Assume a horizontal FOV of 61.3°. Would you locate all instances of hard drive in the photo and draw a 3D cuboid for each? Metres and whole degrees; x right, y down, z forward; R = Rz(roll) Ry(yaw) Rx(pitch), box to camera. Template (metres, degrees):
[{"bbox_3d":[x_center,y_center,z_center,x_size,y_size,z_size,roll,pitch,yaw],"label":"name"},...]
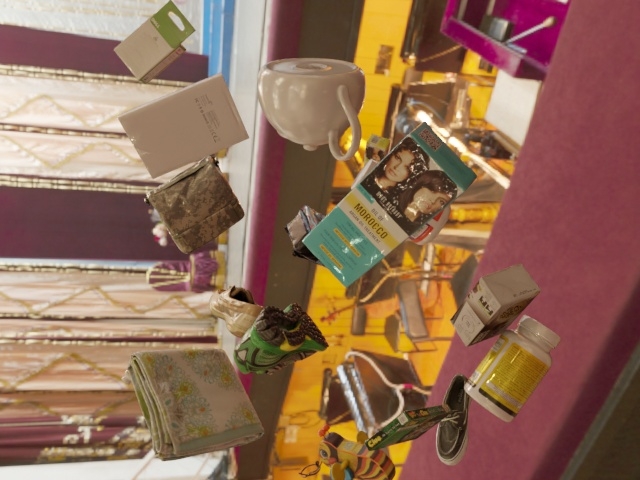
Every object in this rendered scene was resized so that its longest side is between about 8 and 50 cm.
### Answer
[{"bbox_3d":[-0.397,-0.336,1.599,0.040,0.319,0.210,-119,6,-55],"label":"hard drive"}]

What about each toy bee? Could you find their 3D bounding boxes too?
[{"bbox_3d":[0.054,0.608,1.525,0.195,0.298,0.162,-56,-48,-74],"label":"toy bee"}]

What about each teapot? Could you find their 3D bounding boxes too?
[{"bbox_3d":[-0.017,-0.287,1.185,0.256,0.252,0.187,-64,-22,-61],"label":"teapot"}]

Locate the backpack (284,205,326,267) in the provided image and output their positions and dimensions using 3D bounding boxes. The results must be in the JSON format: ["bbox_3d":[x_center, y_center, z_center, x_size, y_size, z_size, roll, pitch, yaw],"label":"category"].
[{"bbox_3d":[0.000,0.000,1.568,0.117,0.173,0.158,-48,33,19],"label":"backpack"}]

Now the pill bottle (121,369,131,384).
[{"bbox_3d":[-0.580,0.409,1.688,0.083,0.043,0.043,-49,4,-15],"label":"pill bottle"}]

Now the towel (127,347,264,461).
[{"bbox_3d":[-0.362,0.463,1.590,0.090,0.374,0.320,-44,58,23],"label":"towel"}]

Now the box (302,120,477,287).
[{"bbox_3d":[0.086,-0.040,0.741,0.244,0.100,0.060,-44,-2,39],"label":"box"}]

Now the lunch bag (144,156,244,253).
[{"bbox_3d":[-0.468,-0.147,2.031,0.212,0.305,0.256,51,170,47],"label":"lunch bag"}]

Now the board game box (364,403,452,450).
[{"bbox_3d":[0.226,0.464,1.348,0.136,0.260,0.030,-42,59,20],"label":"board game box"}]

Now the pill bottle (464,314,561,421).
[{"bbox_3d":[0.657,0.427,1.833,0.334,0.188,0.188,-54,16,1],"label":"pill bottle"}]

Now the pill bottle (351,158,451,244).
[{"bbox_3d":[0.270,-0.137,1.843,0.181,0.323,0.181,-54,8,11],"label":"pill bottle"}]

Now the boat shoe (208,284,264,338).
[{"bbox_3d":[-0.240,0.192,1.607,0.341,0.121,0.110,24,97,61],"label":"boat shoe"}]

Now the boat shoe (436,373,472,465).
[{"bbox_3d":[0.491,0.659,2.027,0.119,0.121,0.335,51,-133,-41],"label":"boat shoe"}]

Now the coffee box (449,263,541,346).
[{"bbox_3d":[0.576,0.222,1.810,0.119,0.168,0.297,62,156,29],"label":"coffee box"}]

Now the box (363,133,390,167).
[{"bbox_3d":[0.222,-0.320,2.164,0.058,0.087,0.232,-60,-16,-27],"label":"box"}]

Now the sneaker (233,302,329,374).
[{"bbox_3d":[-0.094,0.234,1.266,0.134,0.146,0.343,52,-168,22],"label":"sneaker"}]

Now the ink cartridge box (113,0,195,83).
[{"bbox_3d":[-0.445,-0.540,1.480,0.109,0.209,0.062,51,-174,-2],"label":"ink cartridge box"}]
